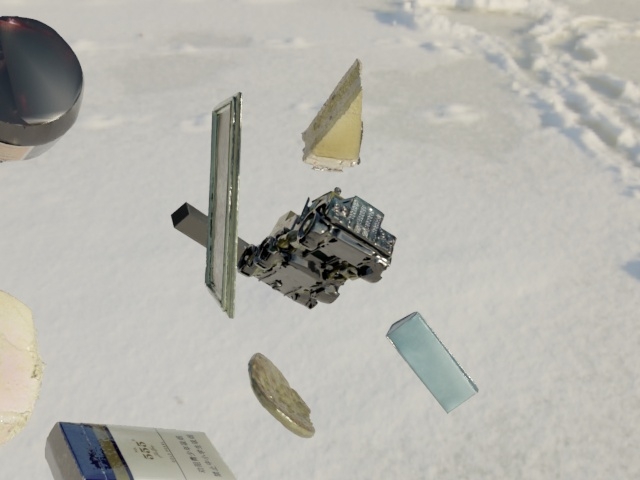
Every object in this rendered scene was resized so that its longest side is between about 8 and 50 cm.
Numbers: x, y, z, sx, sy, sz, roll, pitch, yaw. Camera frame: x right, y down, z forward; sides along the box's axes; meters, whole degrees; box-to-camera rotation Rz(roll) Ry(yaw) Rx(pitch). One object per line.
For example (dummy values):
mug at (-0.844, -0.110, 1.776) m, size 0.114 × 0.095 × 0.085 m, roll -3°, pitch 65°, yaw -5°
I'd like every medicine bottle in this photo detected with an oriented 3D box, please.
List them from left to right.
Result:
medicine bottle at (-0.608, -0.254, 1.604) m, size 0.243 × 0.242 × 0.395 m, roll -20°, pitch -1°, yaw -32°

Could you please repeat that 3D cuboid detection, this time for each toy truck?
toy truck at (-0.001, 0.003, 1.132) m, size 0.127 × 0.257 × 0.127 m, roll 32°, pitch 66°, yaw -18°

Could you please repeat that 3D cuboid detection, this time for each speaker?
speaker at (-0.207, -0.007, 1.630) m, size 0.046 × 0.191 × 0.040 m, roll -39°, pitch 43°, yaw 17°

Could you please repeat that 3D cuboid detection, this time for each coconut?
coconut at (-0.843, 0.306, 1.863) m, size 0.405 × 0.404 × 0.404 m, roll 1°, pitch 30°, yaw -1°

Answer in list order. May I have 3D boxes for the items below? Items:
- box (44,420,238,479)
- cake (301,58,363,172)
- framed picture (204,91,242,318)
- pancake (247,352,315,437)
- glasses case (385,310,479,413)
box at (-0.267, 0.347, 1.250) m, size 0.259 × 0.071 × 0.168 m, roll 13°, pitch 14°, yaw -34°
cake at (0.018, -0.126, 0.844) m, size 0.065 × 0.121 × 0.052 m, roll 1°, pitch 53°, yaw -7°
framed picture at (-0.127, -0.049, 1.073) m, size 0.017 × 0.274 × 0.217 m, roll 2°, pitch 3°, yaw -15°
pancake at (-0.090, 0.338, 1.810) m, size 0.042 × 0.222 × 0.236 m, roll -42°, pitch 37°, yaw 8°
glasses case at (0.286, 0.308, 2.135) m, size 0.105 × 0.266 × 0.056 m, roll -37°, pitch 9°, yaw 7°
